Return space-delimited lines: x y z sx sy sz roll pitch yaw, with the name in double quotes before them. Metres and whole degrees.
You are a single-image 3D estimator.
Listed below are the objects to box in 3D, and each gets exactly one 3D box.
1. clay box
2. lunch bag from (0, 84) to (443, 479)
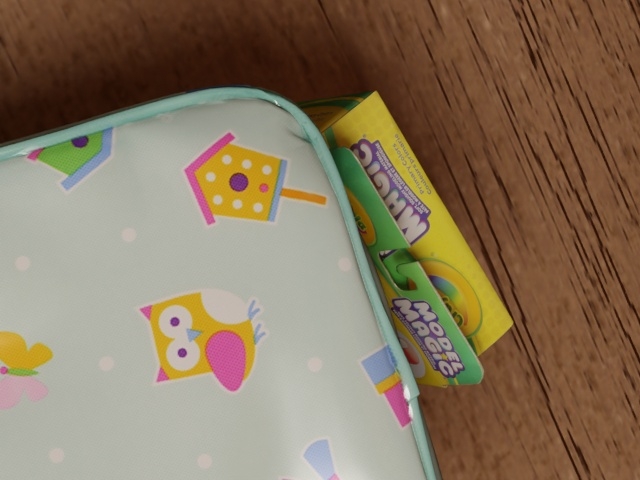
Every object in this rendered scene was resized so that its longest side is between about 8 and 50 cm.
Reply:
"clay box" 0.000 0.000 0.781 0.053 0.222 0.127 -40 109 -24
"lunch bag" -0.073 0.089 0.626 0.224 0.108 0.279 -17 83 -6
